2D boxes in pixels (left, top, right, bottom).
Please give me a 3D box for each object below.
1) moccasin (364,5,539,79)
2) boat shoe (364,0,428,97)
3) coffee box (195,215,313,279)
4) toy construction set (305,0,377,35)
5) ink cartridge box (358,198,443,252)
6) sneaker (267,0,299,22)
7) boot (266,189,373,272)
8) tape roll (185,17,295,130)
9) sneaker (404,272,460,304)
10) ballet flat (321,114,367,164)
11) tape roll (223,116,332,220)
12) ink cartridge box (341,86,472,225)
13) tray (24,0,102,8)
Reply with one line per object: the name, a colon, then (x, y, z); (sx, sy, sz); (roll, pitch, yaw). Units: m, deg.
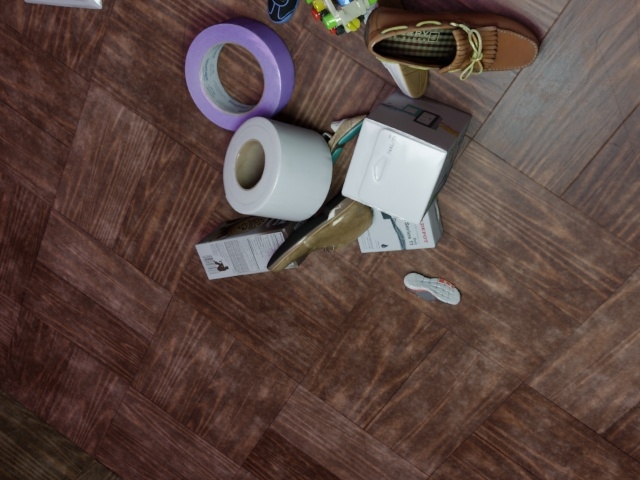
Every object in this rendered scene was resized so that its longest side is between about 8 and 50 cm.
moccasin: (0.284, -0.418, 1.542); (0.380, 0.147, 0.139); (8, 135, -11)
boat shoe: (0.163, -0.459, 1.672); (0.096, 0.098, 0.277); (-2, 118, 50)
coffee box: (-0.173, 0.006, 2.015); (0.297, 0.168, 0.119); (-10, 111, 27)
toy construction set: (0.020, -0.570, 1.558); (0.151, 0.328, 0.215); (-22, 131, 11)
ink cartridge box: (0.196, -0.057, 1.861); (0.208, 0.087, 0.153); (-5, 113, 27)
sneaker: (-0.086, -0.618, 1.695); (0.081, 0.090, 0.232); (26, 123, 10)
boot: (0.000, 0.000, 1.820); (0.305, 0.112, 0.115); (-38, 110, 9)
tape roll: (-0.208, -0.425, 1.853); (0.274, 0.090, 0.275); (11, 120, 19)
sneaker: (0.300, 0.137, 1.946); (0.158, 0.061, 0.065); (23, 150, 13)
ballet flat: (0.040, -0.262, 1.841); (0.067, 0.073, 0.206); (50, 122, 11)
tape roll: (-0.111, -0.177, 1.822); (0.246, 0.169, 0.246); (-10, 77, 47)
ink cartridge box: (0.203, -0.201, 1.672); (0.197, 0.270, 0.198); (24, 123, 11)
tray: (-0.724, -0.714, 1.973); (0.270, 0.030, 0.145); (11, 119, 19)
